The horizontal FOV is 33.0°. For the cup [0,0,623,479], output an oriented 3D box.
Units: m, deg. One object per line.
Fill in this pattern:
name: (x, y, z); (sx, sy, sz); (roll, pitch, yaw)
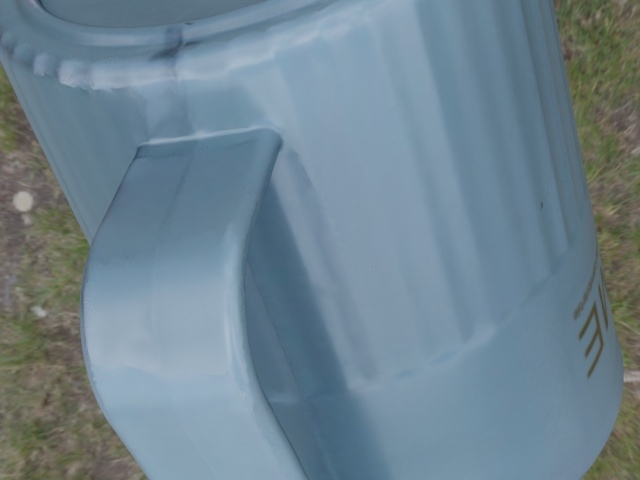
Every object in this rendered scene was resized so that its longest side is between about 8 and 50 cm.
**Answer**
cup: (-0.014, -0.006, 0.537); (0.256, 0.311, 0.331); (16, 50, 38)
